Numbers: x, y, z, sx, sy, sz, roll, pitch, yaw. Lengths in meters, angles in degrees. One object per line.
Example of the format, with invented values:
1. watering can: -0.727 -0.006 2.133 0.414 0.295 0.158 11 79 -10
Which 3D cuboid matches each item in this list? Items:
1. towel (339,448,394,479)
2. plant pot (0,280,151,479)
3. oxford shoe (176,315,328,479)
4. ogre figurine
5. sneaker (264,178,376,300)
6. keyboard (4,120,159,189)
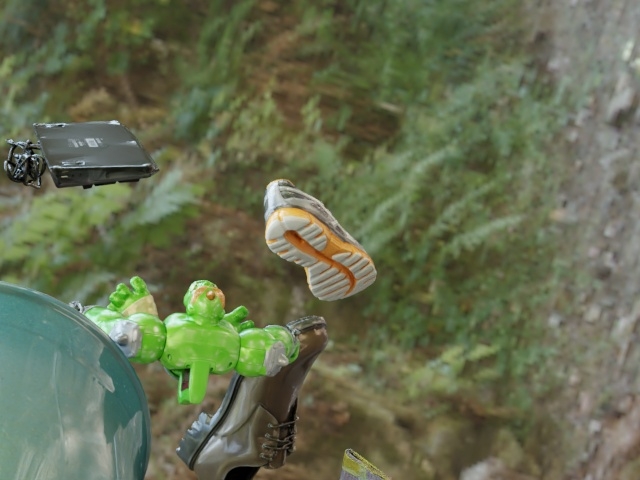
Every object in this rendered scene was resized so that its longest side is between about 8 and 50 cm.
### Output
1. towel: 0.044 0.239 1.380 0.009 0.060 0.083 -46 -20 -33
2. plant pot: -0.248 0.204 0.958 0.255 0.271 0.271 -105 33 -62
3. oxford shoe: -0.047 0.166 1.370 0.096 0.083 0.227 50 124 28
4. ogre figurine: -0.103 0.081 1.143 0.097 0.197 0.118 -63 17 -4
5. sneaker: 0.000 0.000 1.693 0.084 0.215 0.083 -27 51 12
6. keyboard: -0.175 -0.053 1.008 0.192 0.100 0.038 -137 47 -71
